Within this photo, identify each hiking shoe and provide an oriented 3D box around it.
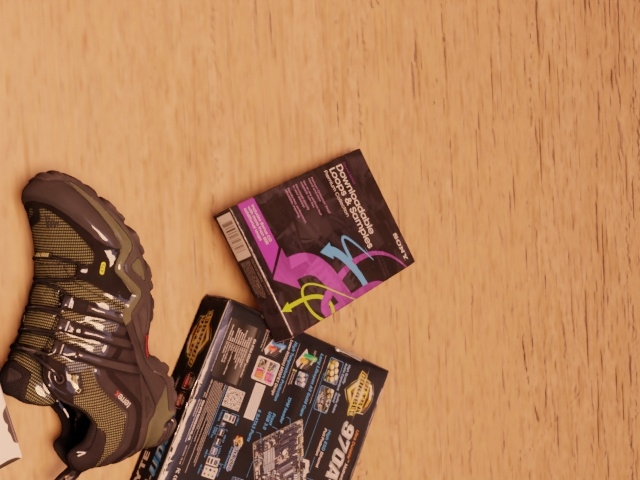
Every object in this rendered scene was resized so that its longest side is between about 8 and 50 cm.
[{"bbox_3d":[-0.179,0.065,0.721,0.114,0.086,0.226,-28,107,-44],"label":"hiking shoe"}]

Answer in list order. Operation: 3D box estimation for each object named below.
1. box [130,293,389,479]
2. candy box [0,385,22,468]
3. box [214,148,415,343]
[{"bbox_3d":[-0.055,0.177,0.833,0.175,0.051,0.220,27,77,-30],"label":"box"},{"bbox_3d":[-0.306,0.105,0.628,0.196,0.070,0.164,-25,128,-29],"label":"candy box"},{"bbox_3d":[0.000,0.000,0.845,0.162,0.029,0.116,-29,94,-42],"label":"box"}]
